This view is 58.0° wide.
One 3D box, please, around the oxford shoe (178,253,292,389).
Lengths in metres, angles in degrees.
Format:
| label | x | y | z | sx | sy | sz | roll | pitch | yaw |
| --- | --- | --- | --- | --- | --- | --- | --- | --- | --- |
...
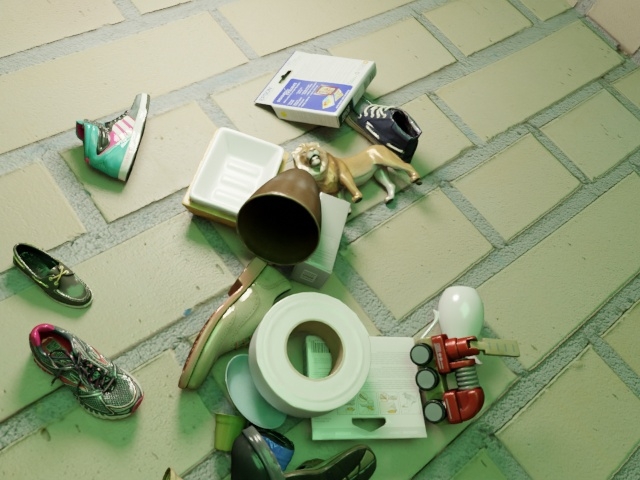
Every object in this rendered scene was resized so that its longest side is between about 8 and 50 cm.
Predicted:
| label | x | y | z | sx | sy | sz | roll | pitch | yaw |
| --- | --- | --- | --- | --- | --- | --- | --- | --- | --- |
| oxford shoe | -0.203 | 0.215 | 1.436 | 0.146 | 0.140 | 0.397 | 36 | 61 | -5 |

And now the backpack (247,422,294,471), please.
| label | x | y | z | sx | sy | sz | roll | pitch | yaw |
| --- | --- | --- | --- | --- | --- | --- | --- | --- | --- |
| backpack | -0.125 | 0.485 | 1.326 | 0.120 | 0.098 | 0.101 | 22 | 87 | -2 |

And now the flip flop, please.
| label | x | y | z | sx | sy | sz | roll | pitch | yaw |
| --- | --- | --- | --- | --- | --- | --- | --- | --- | --- |
| flip flop | -0.004 | 0.544 | 1.328 | 0.276 | 0.080 | 0.112 | -20 | 100 | -18 |

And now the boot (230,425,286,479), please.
| label | x | y | z | sx | sy | sz | roll | pitch | yaw |
| --- | --- | --- | --- | --- | --- | --- | --- | --- | --- |
| boot | -0.256 | 0.623 | 1.116 | 0.444 | 0.146 | 0.367 | -21 | 98 | -23 |

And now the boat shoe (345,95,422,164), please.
| label | x | y | z | sx | sy | sz | roll | pitch | yaw |
| --- | --- | --- | --- | --- | --- | --- | --- | --- | --- |
| boat shoe | 0.195 | -0.402 | 1.876 | 0.127 | 0.158 | 0.340 | -35 | 75 | -29 |

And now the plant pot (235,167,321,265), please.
| label | x | y | z | sx | sy | sz | roll | pitch | yaw |
| --- | --- | --- | --- | --- | --- | --- | --- | --- | --- |
| plant pot | -0.082 | -0.089 | 1.512 | 0.215 | 0.215 | 0.230 | 22 | 38 | -2 |

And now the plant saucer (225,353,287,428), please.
| label | x | y | z | sx | sy | sz | roll | pitch | yaw |
| --- | --- | --- | --- | --- | --- | --- | --- | --- | --- |
| plant saucer | -0.160 | 0.365 | 1.378 | 0.195 | 0.037 | 0.195 | 39 | 27 | -24 |

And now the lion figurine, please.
| label | x | y | z | sx | sy | sz | roll | pitch | yaw |
| --- | --- | --- | --- | --- | --- | --- | --- | --- | --- |
| lion figurine | 0.114 | -0.218 | 1.776 | 0.392 | 0.142 | 0.240 | -15 | 64 | -32 |

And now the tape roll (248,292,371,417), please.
| label | x | y | z | sx | sy | sz | roll | pitch | yaw |
| --- | --- | --- | --- | --- | --- | --- | --- | --- | --- |
| tape roll | -0.024 | 0.271 | 1.378 | 0.286 | 0.100 | 0.286 | 8 | 62 | -15 |

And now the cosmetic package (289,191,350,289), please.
| label | x | y | z | sx | sy | sz | roll | pitch | yaw |
| --- | --- | --- | --- | --- | --- | --- | --- | --- | --- |
| cosmetic package | 0.000 | 0.000 | 1.615 | 0.107 | 0.127 | 0.238 | 22 | 60 | -3 |

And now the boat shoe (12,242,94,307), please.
| label | x | y | z | sx | sy | sz | roll | pitch | yaw |
| --- | --- | --- | --- | --- | --- | --- | --- | --- | --- |
| boat shoe | -0.663 | 0.086 | 1.423 | 0.227 | 0.069 | 0.081 | 32 | 58 | 4 |

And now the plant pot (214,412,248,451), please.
| label | x | y | z | sx | sy | sz | roll | pitch | yaw |
| --- | --- | --- | --- | --- | --- | --- | --- | --- | --- |
| plant pot | -0.214 | 0.446 | 1.339 | 0.083 | 0.083 | 0.079 | 13 | 71 | -7 |

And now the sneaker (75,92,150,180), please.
| label | x | y | z | sx | sy | sz | roll | pitch | yaw |
| --- | --- | --- | --- | --- | --- | --- | --- | --- | --- |
| sneaker | -0.600 | -0.319 | 1.646 | 0.178 | 0.124 | 0.296 | 16 | 59 | -17 |

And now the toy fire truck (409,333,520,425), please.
| label | x | y | z | sx | sy | sz | roll | pitch | yaw |
| --- | --- | --- | --- | --- | --- | --- | --- | --- | --- |
| toy fire truck | 0.376 | 0.334 | 1.452 | 0.246 | 0.158 | 0.217 | -16 | 77 | 22 |

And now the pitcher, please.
| label | x | y | z | sx | sy | sz | roll | pitch | yaw |
| --- | --- | --- | --- | --- | --- | --- | --- | --- | --- |
| pitcher | 0.359 | 0.233 | 1.588 | 0.177 | 0.125 | 0.207 | 7 | 71 | -2 |

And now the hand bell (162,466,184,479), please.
| label | x | y | z | sx | sy | sz | roll | pitch | yaw |
| --- | --- | --- | --- | --- | --- | --- | --- | --- | --- |
| hand bell | -0.225 | 0.577 | 1.255 | 0.241 | 0.126 | 0.126 | 17 | 57 | -18 |

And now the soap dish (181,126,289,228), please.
| label | x | y | z | sx | sy | sz | roll | pitch | yaw |
| --- | --- | --- | --- | --- | --- | --- | --- | --- | --- |
| soap dish | -0.237 | -0.167 | 1.651 | 0.228 | 0.118 | 0.291 | 19 | 58 | -4 |

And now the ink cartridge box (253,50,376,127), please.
| label | x | y | z | sx | sy | sz | roll | pitch | yaw |
| --- | --- | --- | --- | --- | --- | --- | --- | --- | --- |
| ink cartridge box | -0.014 | -0.505 | 1.910 | 0.307 | 0.072 | 0.304 | 14 | 55 | 26 |

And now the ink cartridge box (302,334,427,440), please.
| label | x | y | z | sx | sy | sz | roll | pitch | yaw |
| --- | --- | --- | --- | --- | --- | --- | --- | --- | --- |
| ink cartridge box | 0.107 | 0.375 | 1.465 | 0.296 | 0.066 | 0.261 | 4 | 61 | -12 |

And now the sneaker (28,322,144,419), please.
| label | x | y | z | sx | sy | sz | roll | pitch | yaw |
| --- | --- | --- | --- | --- | --- | --- | --- | --- | --- |
| sneaker | -0.540 | 0.299 | 1.310 | 0.299 | 0.112 | 0.121 | 31 | 58 | 3 |
